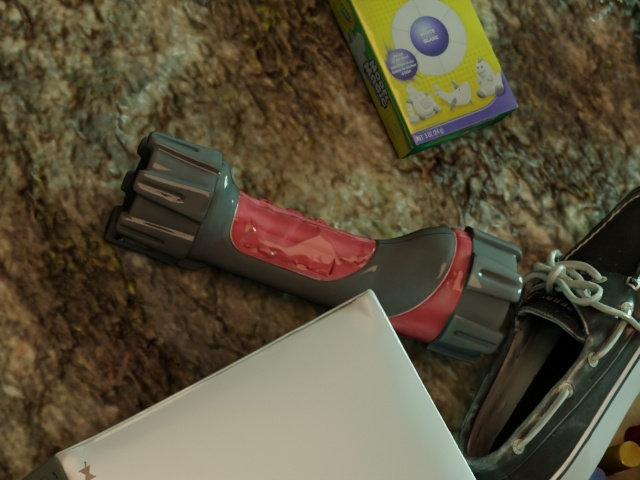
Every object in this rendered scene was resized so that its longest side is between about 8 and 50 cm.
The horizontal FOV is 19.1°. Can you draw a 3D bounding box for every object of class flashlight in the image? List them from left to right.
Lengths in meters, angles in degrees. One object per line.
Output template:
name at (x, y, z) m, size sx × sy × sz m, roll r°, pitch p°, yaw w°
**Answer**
flashlight at (0.000, 0.000, 1.443) m, size 0.304 × 0.103 × 0.103 m, roll 22°, pitch 71°, yaw -13°

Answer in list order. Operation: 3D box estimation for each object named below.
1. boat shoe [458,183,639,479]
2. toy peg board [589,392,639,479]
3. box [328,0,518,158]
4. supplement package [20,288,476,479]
boat shoe at (0.198, 0.063, 1.480) m, size 0.105 × 0.113 × 0.306 m, roll 46°, pitch 71°, yaw -37°
toy peg board at (0.274, 0.205, 1.493) m, size 0.161 × 0.079 × 0.161 m, roll -31°, pitch 87°, yaw -24°
box at (0.077, -0.168, 1.548) m, size 0.105 × 0.043 × 0.179 m, roll -22°, pitch 82°, yaw -23°
supplement package at (-0.043, 0.191, 1.353) m, size 0.262 × 0.145 × 0.204 m, roll -27°, pitch 85°, yaw -23°
